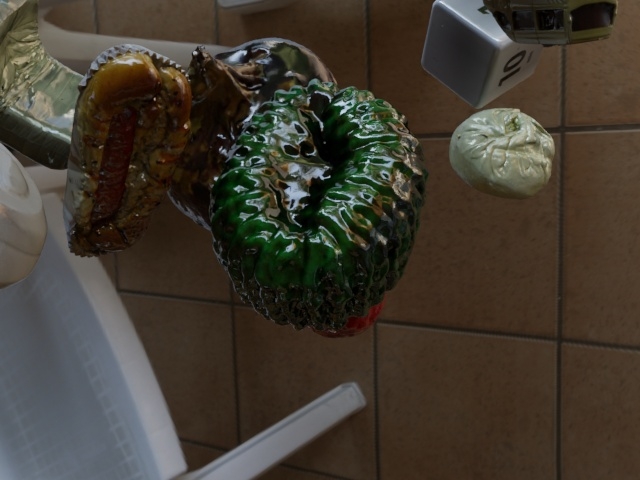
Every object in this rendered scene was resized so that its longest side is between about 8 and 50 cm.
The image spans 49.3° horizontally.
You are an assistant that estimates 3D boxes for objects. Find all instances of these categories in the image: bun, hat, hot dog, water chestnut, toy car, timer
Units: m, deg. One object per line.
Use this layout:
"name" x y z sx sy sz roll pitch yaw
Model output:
"bun" 0.396 -0.198 1.503 0.229 0.229 0.145 35 136 21
"hat" 0.000 0.000 0.845 0.242 0.274 0.332 24 152 20
"hot dog" -0.207 -0.086 0.731 0.069 0.131 0.252 46 127 31
"water chestnut" -0.117 -0.176 1.101 0.335 0.347 0.335 -4 70 12
"toy car" 0.358 -0.376 1.120 0.257 0.101 0.124 -136 37 -66
"timer" 0.366 -0.446 1.547 0.194 0.195 0.192 44 154 24

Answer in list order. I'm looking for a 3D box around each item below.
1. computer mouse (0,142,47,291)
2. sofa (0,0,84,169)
"computer mouse" -0.302 -0.062 0.404 0.121 0.297 0.184 -44 43 4
"sofa" -0.441 -0.259 1.110 0.225 0.210 0.176 31 125 -16
